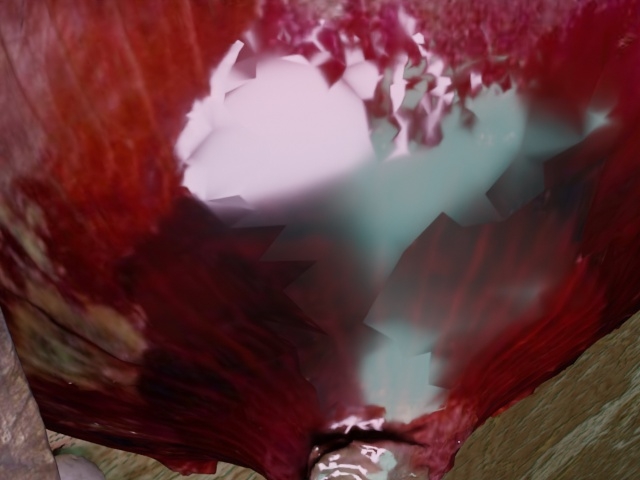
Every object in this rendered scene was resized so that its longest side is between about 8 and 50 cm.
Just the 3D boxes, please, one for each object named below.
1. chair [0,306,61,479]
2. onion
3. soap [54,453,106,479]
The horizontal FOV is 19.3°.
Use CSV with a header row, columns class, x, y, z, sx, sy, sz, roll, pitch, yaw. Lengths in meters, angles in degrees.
class,x,y,z,sx,sy,sz,roll,pitch,yaw
chair,-0.203,0.000,0.386,0.203,0.416,0.241,-24,-166,-29
onion,0.000,0.000,0.560,0.272,0.195,0.272,-5,161,-2
soap,-0.163,0.183,0.742,0.233,0.135,0.076,-19,147,-37
